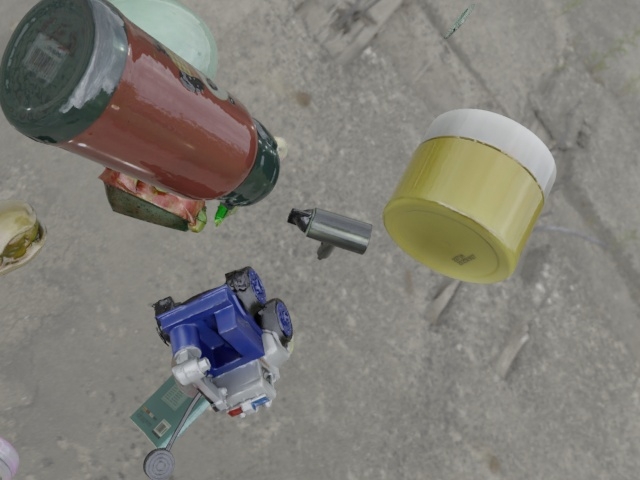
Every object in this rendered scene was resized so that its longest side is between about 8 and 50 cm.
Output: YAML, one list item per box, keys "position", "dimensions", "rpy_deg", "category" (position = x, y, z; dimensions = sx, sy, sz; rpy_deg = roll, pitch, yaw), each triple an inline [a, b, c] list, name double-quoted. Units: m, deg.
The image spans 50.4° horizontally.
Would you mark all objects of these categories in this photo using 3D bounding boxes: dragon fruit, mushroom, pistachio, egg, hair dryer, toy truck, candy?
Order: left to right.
- position: [-0.820, 0.001, 1.657]
  dimensions: [0.288, 0.166, 0.197]
  rpy_deg: [-21, 55, -15]
  category: "pistachio"
- position: [-0.390, -0.337, 1.314]
  dimensions: [0.276, 0.388, 0.276]
  rpy_deg: [-12, 90, -86]
  category: "egg"
- position: [-0.376, -0.107, 1.555]
  dimensions: [0.295, 0.268, 0.130]
  rpy_deg: [16, 91, -60]
  category: "dragon fruit"
- position: [-0.128, 0.154, 0.956]
  dimensions: [0.213, 0.161, 0.177]
  rpy_deg: [56, 12, -48]
  category: "toy truck"
- position: [-0.205, -0.118, 1.671]
  dimensions: [0.032, 0.178, 0.102]
  rpy_deg: [35, 23, 8]
  category: "candy"
- position: [-0.108, -0.187, 1.396]
  dimensions: [0.083, 0.083, 0.067]
  rpy_deg: [-1, 72, -46]
  category: "mushroom"
- position: [0.000, 0.000, 1.672]
  dimensions: [0.195, 0.248, 0.078]
  rpy_deg: [18, 65, -6]
  category: "hair dryer"

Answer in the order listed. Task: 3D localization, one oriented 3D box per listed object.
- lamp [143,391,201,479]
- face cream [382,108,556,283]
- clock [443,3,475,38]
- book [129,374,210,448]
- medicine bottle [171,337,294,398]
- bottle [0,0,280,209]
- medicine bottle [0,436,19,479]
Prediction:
- position: [-0.258, 0.356, 1.487]
  dimensions: [0.130, 0.108, 0.371]
  rpy_deg: [49, 66, -22]
  category: "lamp"
- position: [0.229, -0.064, 1.056]
  dimensions: [0.218, 0.218, 0.179]
  rpy_deg: [41, 66, -25]
  category: "face cream"
- position: [0.263, -0.413, 1.277]
  dimensions: [0.010, 0.074, 0.083]
  rpy_deg: [40, 80, -9]
  category: "clock"
- position: [-0.387, 0.439, 2.038]
  dimensions: [0.379, 0.264, 0.031]
  rpy_deg: [-45, 119, -19]
  category: "book"
- position: [-0.233, 0.304, 1.830]
  dimensions: [0.322, 0.151, 0.151]
  rpy_deg: [-18, 85, -48]
  category: "medicine bottle"
- position: [-0.166, -0.124, 0.741]
  dimensions: [0.336, 0.144, 0.144]
  rpy_deg: [26, 52, -60]
  category: "bottle"
- position: [-0.779, 0.566, 1.390]
  dimensions: [0.212, 0.212, 0.325]
  rpy_deg: [40, 32, -25]
  category: "medicine bottle"
